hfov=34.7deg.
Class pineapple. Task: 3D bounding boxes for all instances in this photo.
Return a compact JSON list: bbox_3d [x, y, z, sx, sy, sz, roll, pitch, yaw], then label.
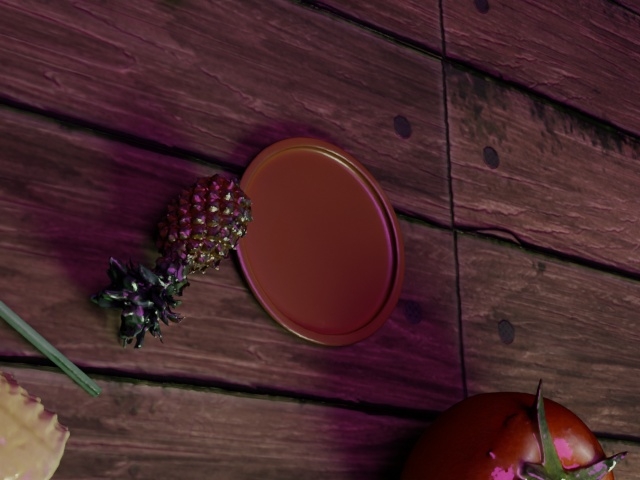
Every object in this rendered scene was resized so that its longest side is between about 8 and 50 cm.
[{"bbox_3d":[-0.139,0.007,1.025,0.083,0.103,0.221,27,53,11],"label":"pineapple"}]

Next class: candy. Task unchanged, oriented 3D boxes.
[{"bbox_3d":[-0.296,0.037,0.907,0.091,0.083,0.305,-46,116,-7],"label":"candy"}]

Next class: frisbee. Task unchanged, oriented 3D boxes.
[{"bbox_3d":[0.000,0.000,1.189,0.251,0.021,0.251,15,66,-36],"label":"frisbee"}]

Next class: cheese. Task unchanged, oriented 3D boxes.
[{"bbox_3d":[-0.301,0.153,0.843,0.167,0.094,0.123,46,42,-22],"label":"cheese"}]

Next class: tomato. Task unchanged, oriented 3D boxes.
[{"bbox_3d":[0.206,0.293,1.116,0.256,0.224,0.256,14,64,-31],"label":"tomato"}]
